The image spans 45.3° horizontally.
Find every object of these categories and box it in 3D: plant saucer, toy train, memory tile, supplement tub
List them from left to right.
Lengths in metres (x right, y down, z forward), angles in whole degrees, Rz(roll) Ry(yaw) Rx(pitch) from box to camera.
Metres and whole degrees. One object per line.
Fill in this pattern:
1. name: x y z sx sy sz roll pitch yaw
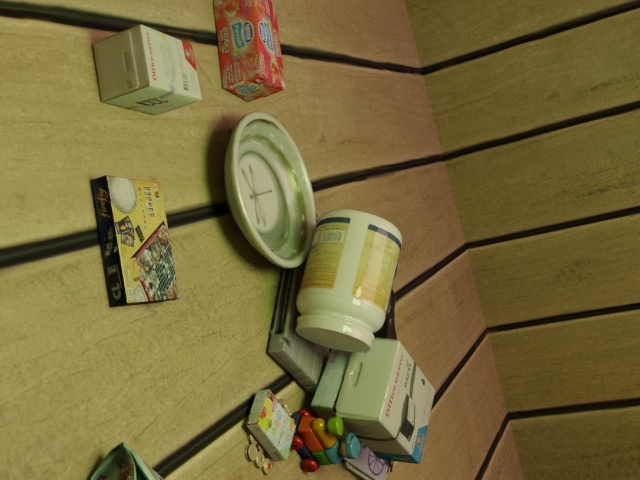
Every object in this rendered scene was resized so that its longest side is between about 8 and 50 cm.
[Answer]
1. plant saucer: -0.144 -0.119 1.927 0.400 0.101 0.400 38 46 -53
2. memory tile: -0.131 0.455 1.775 0.113 0.012 0.148 54 33 -39
3. toy train: -0.010 0.454 1.874 0.248 0.143 0.105 62 28 -29
4. supplement tub: 0.068 0.104 1.937 0.228 0.228 0.316 42 57 -51

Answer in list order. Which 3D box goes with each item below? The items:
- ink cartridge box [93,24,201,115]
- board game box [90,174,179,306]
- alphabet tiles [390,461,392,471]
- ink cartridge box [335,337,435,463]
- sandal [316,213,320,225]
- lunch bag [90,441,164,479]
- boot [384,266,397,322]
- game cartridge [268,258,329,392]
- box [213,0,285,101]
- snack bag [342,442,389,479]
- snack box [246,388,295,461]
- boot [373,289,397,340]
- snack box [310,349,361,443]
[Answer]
1. ink cartridge box: -0.352 -0.343 1.565 0.176 0.127 0.128 2 77 -65
2. board game box: -0.356 0.002 1.488 0.165 0.042 0.243 3 75 -64
3. alphabet tiles: 0.236 0.598 2.341 0.237 0.009 0.198 80 24 -66
4. ink cartridge box: 0.179 0.422 2.014 0.307 0.129 0.223 54 46 -46
5. sandal: 0.000 0.000 2.178 0.090 0.060 0.219 -31 101 -41
6. lunch bag: -0.290 0.491 1.259 0.223 0.160 0.262 55 21 -33
7. boot: 0.172 0.078 2.422 0.222 0.118 0.338 55 27 -61
8. game cartridge: -0.042 0.199 2.039 0.230 0.068 0.355 58 31 -44
9. box: -0.185 -0.510 2.004 0.128 0.123 0.256 17 63 -61
10. snack bag: 0.118 0.494 2.180 0.342 0.037 0.323 44 52 -38
11. snack box: -0.112 0.426 1.768 0.141 0.037 0.100 61 30 -31
12. boot: 0.224 0.274 2.559 0.137 0.077 0.197 48 50 -54
13. snack box: 0.067 0.415 2.021 0.207 0.070 0.174 62 40 -41
